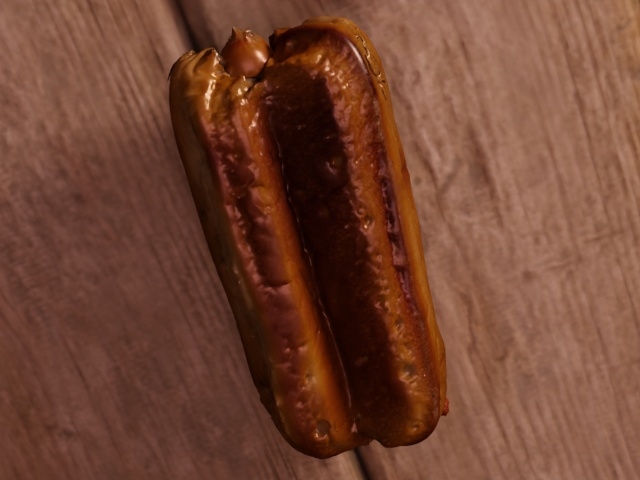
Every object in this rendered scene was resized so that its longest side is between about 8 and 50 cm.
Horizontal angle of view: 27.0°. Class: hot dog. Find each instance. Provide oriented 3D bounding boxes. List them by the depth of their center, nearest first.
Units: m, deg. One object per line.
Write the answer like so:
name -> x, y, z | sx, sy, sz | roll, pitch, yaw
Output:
hot dog -> 0.000, 0.000, 0.996 | 0.158, 0.117, 0.349 | -14, 111, 7
